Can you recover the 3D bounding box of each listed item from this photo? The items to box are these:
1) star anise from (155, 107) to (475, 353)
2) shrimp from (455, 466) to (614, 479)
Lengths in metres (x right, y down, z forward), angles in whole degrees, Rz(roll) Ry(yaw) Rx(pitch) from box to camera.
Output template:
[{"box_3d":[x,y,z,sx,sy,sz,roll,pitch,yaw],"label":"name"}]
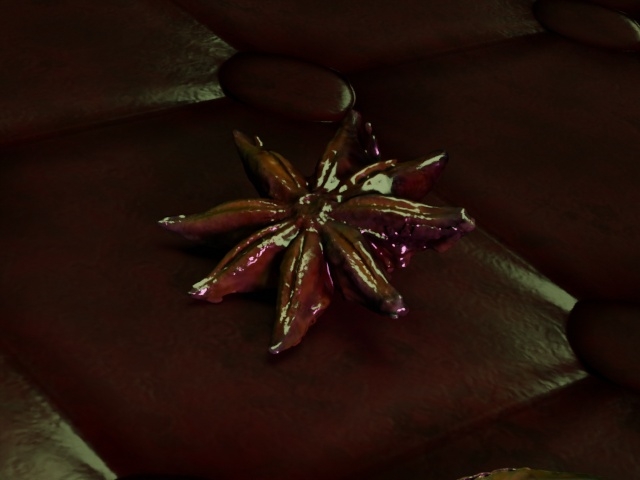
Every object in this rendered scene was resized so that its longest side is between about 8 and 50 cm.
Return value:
[{"box_3d":[0.000,0.000,1.300,0.271,0.103,0.272,-7,48,8],"label":"star anise"},{"box_3d":[0.185,0.225,1.043,0.253,0.058,0.173,9,40,-1],"label":"shrimp"}]
